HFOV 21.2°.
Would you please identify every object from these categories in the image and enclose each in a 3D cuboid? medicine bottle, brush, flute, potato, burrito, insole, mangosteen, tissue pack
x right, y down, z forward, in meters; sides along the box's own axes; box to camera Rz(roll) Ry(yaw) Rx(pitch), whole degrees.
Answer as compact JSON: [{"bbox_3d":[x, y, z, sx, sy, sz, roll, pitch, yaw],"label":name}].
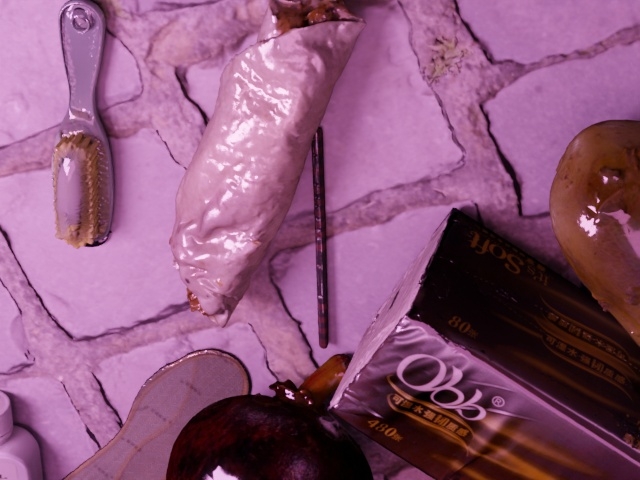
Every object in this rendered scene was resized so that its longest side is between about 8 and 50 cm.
[{"bbox_3d":[-0.391,0.267,2.024,0.119,0.069,0.183,7,121,11],"label":"medicine bottle"},{"bbox_3d":[-0.254,-0.107,1.774,0.068,0.060,0.297,10,122,10],"label":"brush"},{"bbox_3d":[0.000,0.000,1.808,0.014,0.014,0.269,4,121,10],"label":"flute"},{"bbox_3d":[0.352,0.010,1.637,0.307,0.173,0.210,41,109,-5],"label":"potato"},{"bbox_3d":[-0.072,-0.083,1.741,0.117,0.076,0.392,28,121,7],"label":"burrito"},{"bbox_3d":[-0.200,0.240,2.000,0.119,0.009,0.348,40,121,-13],"label":"insole"},{"bbox_3d":[-0.040,0.237,1.861,0.235,0.235,0.261,24,83,-2],"label":"mangosteen"},{"bbox_3d":[0.211,0.163,1.739,0.370,0.210,0.198,32,130,-3],"label":"tissue pack"}]

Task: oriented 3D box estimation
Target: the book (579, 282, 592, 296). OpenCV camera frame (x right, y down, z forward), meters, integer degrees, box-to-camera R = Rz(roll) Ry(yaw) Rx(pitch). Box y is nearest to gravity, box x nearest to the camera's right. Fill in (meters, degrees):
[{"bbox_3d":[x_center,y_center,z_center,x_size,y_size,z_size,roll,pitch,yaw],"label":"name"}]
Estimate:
[{"bbox_3d":[0.370,0.146,1.812,0.228,0.018,0.322,9,122,7],"label":"book"}]
